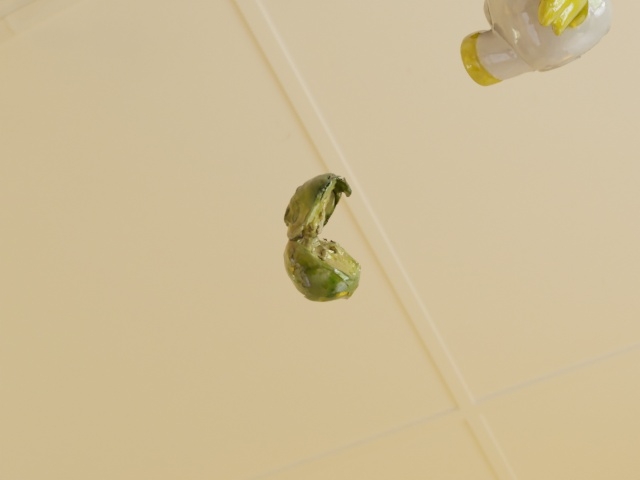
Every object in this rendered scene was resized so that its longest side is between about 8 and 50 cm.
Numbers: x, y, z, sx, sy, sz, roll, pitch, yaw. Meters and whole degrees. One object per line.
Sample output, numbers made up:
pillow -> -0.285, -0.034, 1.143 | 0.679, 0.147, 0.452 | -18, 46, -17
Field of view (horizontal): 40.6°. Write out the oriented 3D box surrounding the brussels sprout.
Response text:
brussels sprout -> -0.001, -0.001, 0.566 | 0.051, 0.046, 0.083 | -7, -90, 4

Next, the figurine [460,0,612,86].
figurine -> 0.109, -0.185, 0.527 | 0.109, 0.129, 0.178 | -29, -97, 4
